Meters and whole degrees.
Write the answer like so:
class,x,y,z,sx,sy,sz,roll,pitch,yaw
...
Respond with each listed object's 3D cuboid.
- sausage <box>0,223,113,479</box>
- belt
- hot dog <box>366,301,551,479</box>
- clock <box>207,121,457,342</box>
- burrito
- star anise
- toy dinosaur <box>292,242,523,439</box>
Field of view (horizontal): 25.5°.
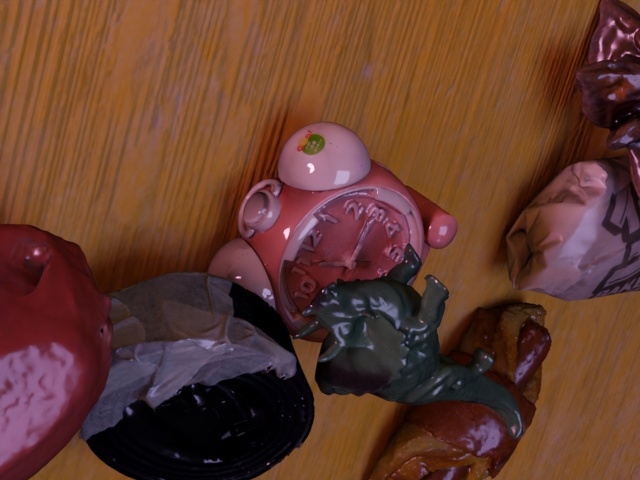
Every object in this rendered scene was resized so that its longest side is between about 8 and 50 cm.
class,x,y,z,sx,sy,sz,roll,pitch,yaw
sausage,-0.238,0.095,0.800,0.279,0.152,0.152,-35,137,-25
belt,-0.089,0.099,0.984,0.151,0.078,0.198,-35,138,15
hot dog,0.147,0.169,1.335,0.262,0.093,0.123,-55,143,-7
clock,0.000,0.000,1.067,0.162,0.092,0.166,28,98,-44
burrito,0.347,-0.017,1.439,0.445,0.101,0.139,-3,104,-45
star anise,0.302,-0.125,1.298,0.212,0.073,0.197,45,42,-34
toy dinosaur,0.081,0.074,1.060,0.292,0.079,0.120,16,110,-47
